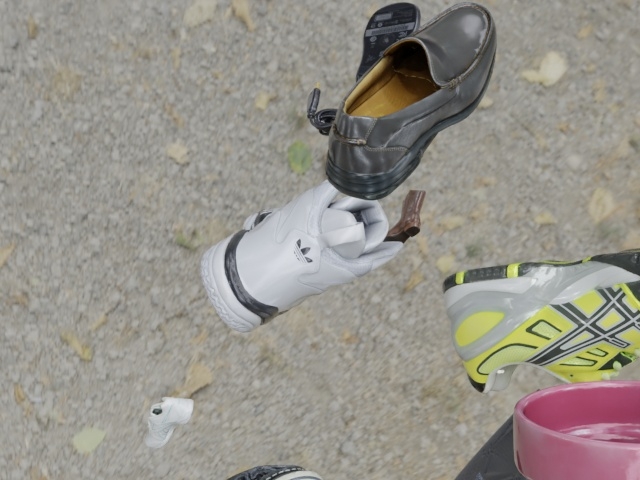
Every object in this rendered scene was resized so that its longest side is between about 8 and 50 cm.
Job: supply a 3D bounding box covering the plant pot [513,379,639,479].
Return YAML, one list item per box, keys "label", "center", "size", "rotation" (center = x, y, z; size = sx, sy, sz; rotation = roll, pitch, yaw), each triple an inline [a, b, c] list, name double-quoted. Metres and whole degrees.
- label: "plant pot"
  center: [0.270, 0.233, 0.897]
  size: [0.201, 0.201, 0.180]
  rotation: [-4, 97, -17]

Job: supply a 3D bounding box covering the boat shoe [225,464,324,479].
- label: "boat shoe"
  center: [-0.105, 0.452, 1.711]
  size: [0.186, 0.500, 0.156]
  rotation: [-16, 68, -18]

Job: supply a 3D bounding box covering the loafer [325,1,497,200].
- label: "loafer"
  center: [0.062, -0.099, 0.633]
  size: [0.062, 0.061, 0.170]
  rotation: [23, 57, 20]

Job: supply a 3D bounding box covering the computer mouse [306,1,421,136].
- label: "computer mouse"
  center: [0.074, -0.260, 1.627]
  size: [0.184, 0.060, 0.262]
  rotation: [-9, 51, 23]

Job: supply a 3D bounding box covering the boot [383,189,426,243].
- label: "boot"
  center: [0.155, -0.042, 1.968]
  size: [0.037, 0.106, 0.114]
  rotation: [44, 37, -31]

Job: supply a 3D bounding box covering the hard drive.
- label: "hard drive"
  center: [0.315, 0.376, 1.692]
  size: [0.054, 0.172, 0.255]
  rotation: [40, 95, -15]

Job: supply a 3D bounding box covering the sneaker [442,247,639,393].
- label: "sneaker"
  center: [0.322, 0.084, 1.110]
  size: [0.145, 0.384, 0.147]
  rotation: [-2, 84, -55]

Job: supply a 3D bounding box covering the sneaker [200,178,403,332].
- label: "sneaker"
  center: [0.000, 0.000, 1.309]
  size: [0.210, 0.366, 0.137]
  rotation: [-26, 94, 17]

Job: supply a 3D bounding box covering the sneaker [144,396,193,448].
- label: "sneaker"
  center: [-0.281, 0.317, 1.820]
  size: [0.061, 0.152, 0.054]
  rotation: [22, 42, -23]
